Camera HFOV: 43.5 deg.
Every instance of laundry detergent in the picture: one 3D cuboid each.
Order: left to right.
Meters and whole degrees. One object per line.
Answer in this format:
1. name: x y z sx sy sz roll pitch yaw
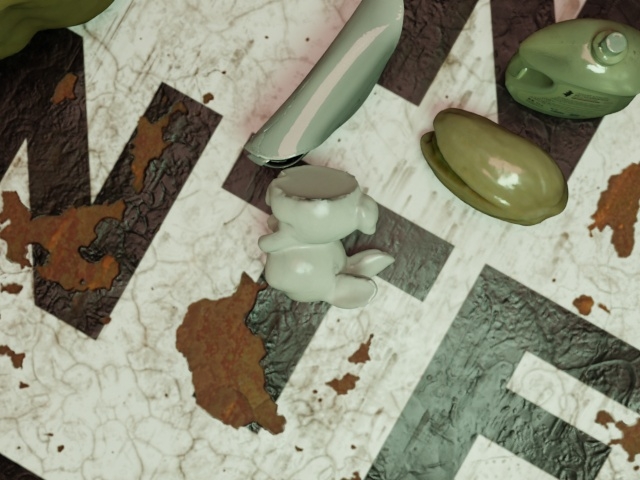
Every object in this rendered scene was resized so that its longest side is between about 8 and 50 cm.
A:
1. laundry detergent: 0.345 -0.229 1.061 0.181 0.253 0.091 13 89 3

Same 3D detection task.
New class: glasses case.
1. glasses case: 0.022 -0.215 1.133 0.083 0.128 0.308 38 90 11

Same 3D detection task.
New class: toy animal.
1. toy animal: 0.005 -0.003 1.111 0.178 0.127 0.193 0 118 13

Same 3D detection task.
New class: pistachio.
1. pistachio: 0.246 -0.103 1.133 0.226 0.136 0.136 34 90 10

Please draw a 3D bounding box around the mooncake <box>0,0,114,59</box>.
1. mooncake: -0.497 -0.478 1.099 0.467 0.262 0.467 0 91 2
